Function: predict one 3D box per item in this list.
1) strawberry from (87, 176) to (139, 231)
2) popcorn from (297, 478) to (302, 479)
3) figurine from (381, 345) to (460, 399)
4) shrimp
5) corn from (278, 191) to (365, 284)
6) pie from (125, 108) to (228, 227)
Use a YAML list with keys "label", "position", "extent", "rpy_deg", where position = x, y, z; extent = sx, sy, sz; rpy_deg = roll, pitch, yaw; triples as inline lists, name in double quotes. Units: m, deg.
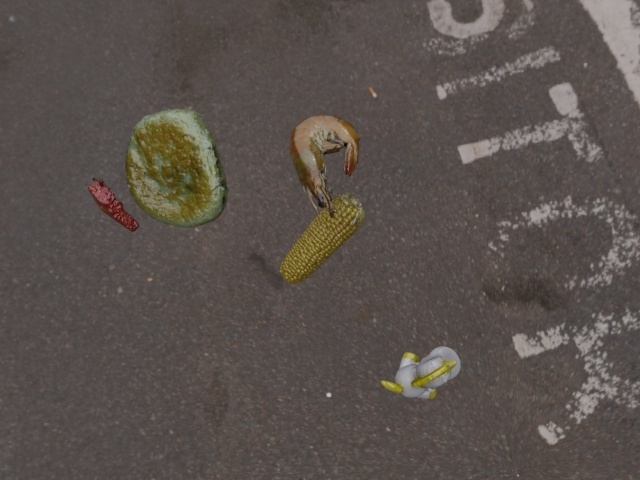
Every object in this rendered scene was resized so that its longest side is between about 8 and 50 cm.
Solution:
- label: "strawberry"
  position: [-0.483, -0.080, 1.209]
  extent: [0.048, 0.104, 0.152]
  rpy_deg: [-36, 100, -14]
- label: "popcorn"
  position: [-0.087, 0.556, 0.921]
  extent: [0.252, 0.286, 0.215]
  rpy_deg: [-16, 69, -20]
- label: "figurine"
  position: [0.219, 0.271, 1.059]
  extent: [0.178, 0.129, 0.109]
  rpy_deg: [-35, 72, 46]
- label: "shrimp"
  position: [0.011, -0.161, 1.074]
  extent: [0.150, 0.068, 0.249]
  rpy_deg: [-8, 66, 8]
- label: "corn"
  position: [0.001, -0.001, 1.203]
  extent: [0.091, 0.091, 0.260]
  rpy_deg: [47, 111, 7]
- label: "pie"
  position: [-0.378, -0.180, 1.356]
  extent: [0.323, 0.070, 0.324]
  rpy_deg: [5, 104, 20]
